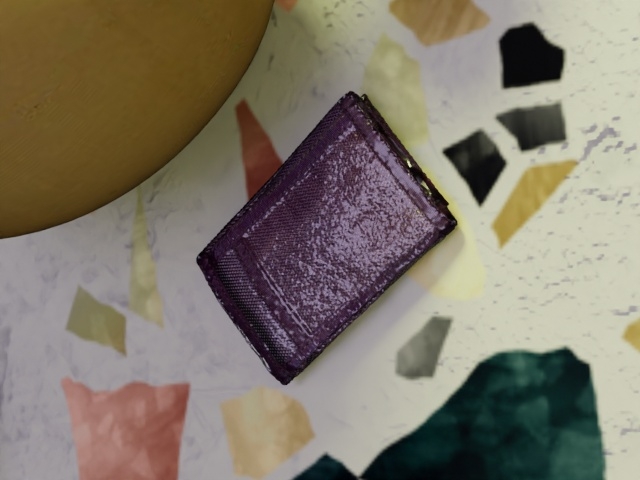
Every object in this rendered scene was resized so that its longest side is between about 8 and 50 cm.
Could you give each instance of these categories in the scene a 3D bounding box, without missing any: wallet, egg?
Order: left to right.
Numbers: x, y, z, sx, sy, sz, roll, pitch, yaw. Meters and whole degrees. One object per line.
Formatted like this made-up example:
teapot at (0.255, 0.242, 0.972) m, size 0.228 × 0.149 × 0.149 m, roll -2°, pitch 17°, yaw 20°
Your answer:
egg at (-0.200, -0.153, 0.892) m, size 0.374 × 0.301 × 0.301 m, roll -16°, pitch 81°, yaw 33°
wallet at (-0.001, 0.000, 0.915) m, size 0.166 × 0.030 × 0.111 m, roll -46°, pitch 64°, yaw 26°
